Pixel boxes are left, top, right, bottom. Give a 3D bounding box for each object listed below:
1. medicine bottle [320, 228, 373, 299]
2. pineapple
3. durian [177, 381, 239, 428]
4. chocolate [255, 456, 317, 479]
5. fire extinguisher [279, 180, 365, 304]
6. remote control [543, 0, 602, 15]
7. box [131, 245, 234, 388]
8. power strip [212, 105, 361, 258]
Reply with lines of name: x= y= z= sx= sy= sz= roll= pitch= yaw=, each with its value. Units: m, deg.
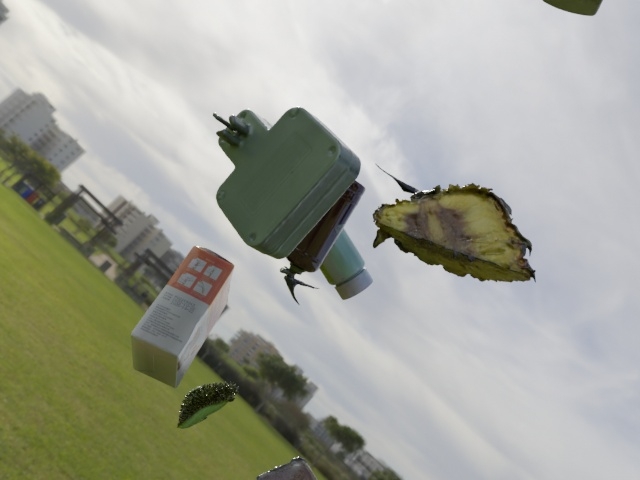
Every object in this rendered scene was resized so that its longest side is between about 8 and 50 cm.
medicine bottle: x=0.063 y=0.067 z=1.917 sx=0.225 sy=0.139 sz=0.139 roll=58 pitch=-16 yaw=-5
pineapple: x=0.255 y=-0.022 z=1.135 sx=0.335 sy=0.158 sz=0.161 roll=13 pitch=-15 yaw=21
durian: x=-0.358 y=0.493 z=1.852 sx=0.137 sy=0.221 sz=0.095 roll=-93 pitch=157 yaw=-72
chocolate: x=-0.043 y=0.606 z=1.272 sx=0.261 sy=0.161 sz=0.083 roll=45 pitch=-49 yaw=45
fire extinguisher: x=0.000 y=0.000 z=1.498 sx=0.138 sy=0.343 sz=0.102 roll=29 pitch=1 yaw=-28
remote control: x=0.507 y=-0.527 z=1.133 sx=0.124 sy=0.038 sz=0.285 roll=25 pitch=-6 yaw=12
box: x=-0.388 y=0.214 z=1.694 sx=0.144 sy=0.341 sz=0.225 roll=24 pitch=-39 yaw=3
power strip: x=-0.092 y=-0.135 z=1.022 sx=0.141 sy=0.229 sz=0.261 roll=30 pitch=16 yaw=-50
